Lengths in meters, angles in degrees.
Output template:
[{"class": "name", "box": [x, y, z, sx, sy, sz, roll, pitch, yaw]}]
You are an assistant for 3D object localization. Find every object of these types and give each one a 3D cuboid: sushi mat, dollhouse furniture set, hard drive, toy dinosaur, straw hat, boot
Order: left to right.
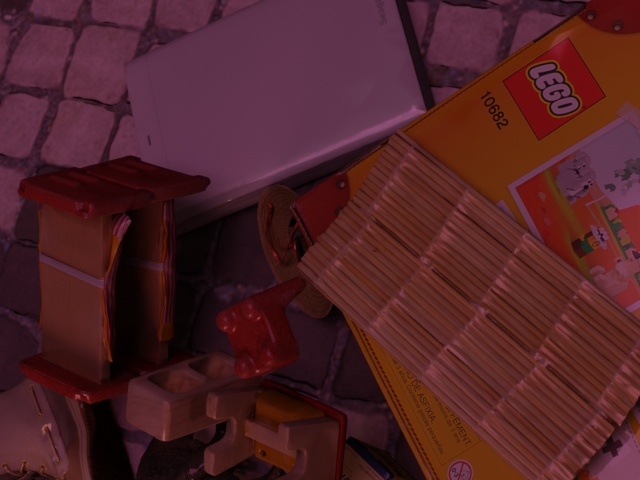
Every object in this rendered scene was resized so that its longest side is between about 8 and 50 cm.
[{"class": "boot", "box": [-0.281, 0.229, 1.690, 0.165, 0.077, 0.213, -29, 59, 14]}, {"class": "dollhouse furniture set", "box": [-0.108, 0.068, 1.538, 0.374, 0.152, 0.201, 20, 114, 39]}, {"class": "toy dinosaur", "box": [-0.108, 0.240, 1.579, 0.160, 0.121, 0.313, -34, 66, -2]}, {"class": "hard drive", "box": [-0.046, -0.149, 1.717, 0.307, 0.040, 0.203, -22, 66, 19]}, {"class": "straw hat", "box": [0.000, 0.000, 1.630, 0.061, 0.144, 0.144, -19, 58, -25]}, {"class": "sushi mat", "box": [0.124, 0.054, 1.358, 0.316, 0.019, 0.151, 42, 96, 31]}]

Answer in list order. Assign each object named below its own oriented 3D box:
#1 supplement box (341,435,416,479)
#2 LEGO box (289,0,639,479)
[{"class": "supplement box", "box": [0.035, 0.231, 1.531, 0.056, 0.083, 0.083, 41, 94, 29]}, {"class": "LEGO box", "box": [0.256, 0.086, 1.407, 0.372, 0.193, 0.500, -33, 62, 13]}]
